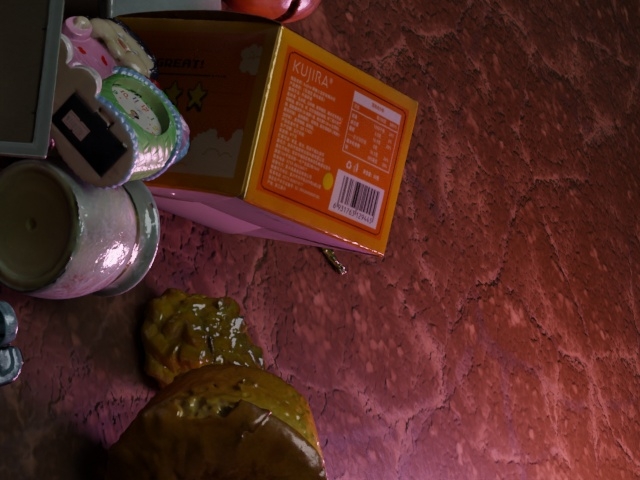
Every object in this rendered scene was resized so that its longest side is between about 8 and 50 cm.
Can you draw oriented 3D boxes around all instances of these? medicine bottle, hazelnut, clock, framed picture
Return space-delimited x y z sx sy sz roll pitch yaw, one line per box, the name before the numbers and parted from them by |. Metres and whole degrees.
medicine bottle | -0.260 -0.013 1.675 0.143 0.147 0.147 2 72 -59
hazelnut | -0.069 -0.385 2.178 0.182 0.182 0.182 34 46 -45
clock | -0.219 -0.148 1.663 0.194 0.100 0.195 49 24 -1
framed picture | -0.383 -0.172 1.517 0.017 0.274 0.217 104 -10 -59

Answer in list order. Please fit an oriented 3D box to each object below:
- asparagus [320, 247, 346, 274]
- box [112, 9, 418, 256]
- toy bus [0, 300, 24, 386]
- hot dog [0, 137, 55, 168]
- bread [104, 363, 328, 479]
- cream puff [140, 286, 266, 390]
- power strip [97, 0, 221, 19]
asparagus | 0.000 0.000 2.215 0.127 0.015 0.018 56 35 -24
box | -0.080 -0.124 1.865 0.283 0.259 0.214 23 80 -52
toy bus | -0.356 0.011 1.368 0.121 0.120 0.265 -14 86 -49
hot dog | -0.351 -0.156 1.652 0.227 0.099 0.160 27 50 -57
bread | -0.104 0.255 1.695 0.268 0.268 0.145 59 22 -20
cream puff | -0.130 0.120 1.846 0.146 0.116 0.146 29 53 -49
power strip | -0.205 -0.224 1.949 0.213 0.064 0.198 -9 101 -53
